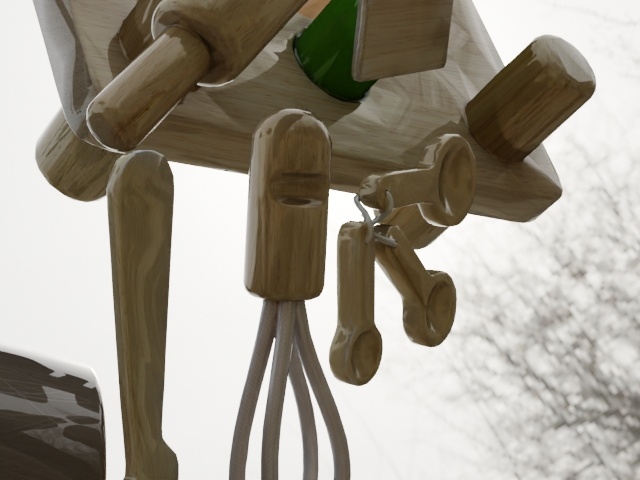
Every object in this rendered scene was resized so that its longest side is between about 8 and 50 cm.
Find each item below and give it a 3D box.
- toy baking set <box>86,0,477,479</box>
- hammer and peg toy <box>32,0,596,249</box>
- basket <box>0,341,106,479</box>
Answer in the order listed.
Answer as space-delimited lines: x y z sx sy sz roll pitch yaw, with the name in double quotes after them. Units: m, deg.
-0.001 -0.006 0.439 0.256 0.030 0.197 -49 -47 -40 "toy baking set"
-0.065 -0.140 0.579 0.361 0.266 0.127 9 -41 -40 "hammer and peg toy"
-0.189 0.086 0.417 0.226 0.154 0.204 8 -56 -19 "basket"
